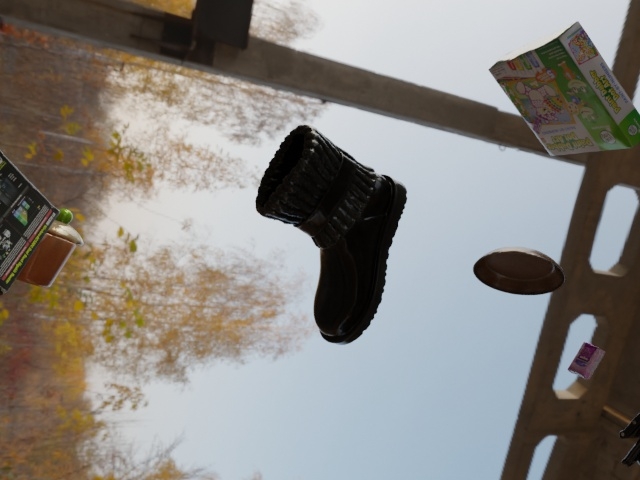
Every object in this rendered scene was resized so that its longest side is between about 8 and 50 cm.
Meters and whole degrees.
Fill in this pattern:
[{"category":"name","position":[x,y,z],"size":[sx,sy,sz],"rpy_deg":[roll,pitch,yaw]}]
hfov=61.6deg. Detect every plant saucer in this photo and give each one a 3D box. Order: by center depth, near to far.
[{"category":"plant saucer","position":[0.450,0.065,1.220],"size":[0.198,0.198,0.036],"rpy_deg":[-36,-147,57]}]

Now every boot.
[{"category":"boot","position":[-0.002,-0.002,0.951],"size":[0.131,0.260,0.348],"rpy_deg":[9,-98,50]}]

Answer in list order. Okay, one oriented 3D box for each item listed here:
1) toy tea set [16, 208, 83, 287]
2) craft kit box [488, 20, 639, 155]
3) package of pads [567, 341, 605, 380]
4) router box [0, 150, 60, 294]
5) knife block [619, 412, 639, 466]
[{"category":"toy tea set","position":[-0.430,-0.061,0.582],"size":[0.200,0.336,0.124],"rpy_deg":[5,-108,53]},{"category":"craft kit box","position":[0.479,-0.284,1.063],"size":[0.061,0.247,0.250],"rpy_deg":[-45,-169,-4]},{"category":"package of pads","position":[0.634,0.288,1.280],"size":[0.083,0.032,0.050],"rpy_deg":[-55,-149,-7]},{"category":"router box","position":[-0.309,-0.018,0.497],"size":[0.038,0.092,0.122],"rpy_deg":[-20,-144,18]},{"category":"knife block","position":[0.599,0.292,0.813],"size":[0.275,0.088,0.242],"rpy_deg":[-28,-121,55]}]
